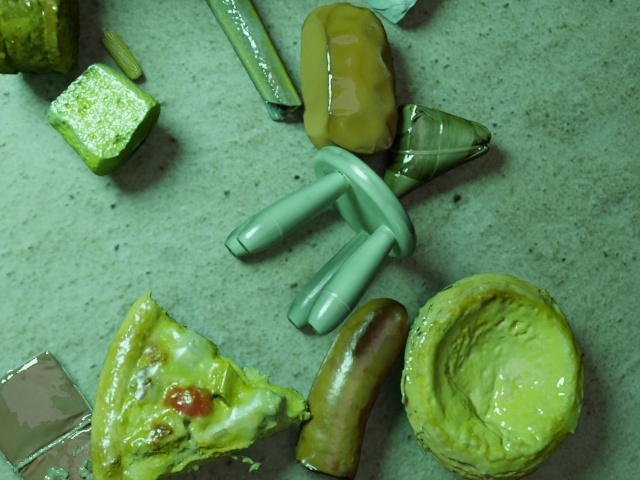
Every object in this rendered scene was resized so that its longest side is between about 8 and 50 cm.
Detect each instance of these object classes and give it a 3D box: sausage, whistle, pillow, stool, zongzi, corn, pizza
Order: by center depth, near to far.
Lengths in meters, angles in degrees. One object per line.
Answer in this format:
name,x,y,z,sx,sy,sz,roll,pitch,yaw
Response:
pillow,-0.345,0.264,0.954,0.126,0.043,0.232,-37,94,-17
pizza,-0.151,0.205,0.967,0.288,0.075,0.280,3,68,-12
stool,0.000,0.000,1.002,0.199,0.195,0.195,-41,96,-15
corn,-0.284,-0.265,1.033,0.027,0.028,0.083,-38,99,-22
sausage,0.046,0.206,1.046,0.109,0.109,0.270,27,78,-12
whistle,-0.122,-0.329,1.066,0.057,0.068,0.326,-31,95,-38
sausage,0.040,-0.237,1.076,0.136,0.120,0.241,-5,85,-31
zongzi,0.177,-0.113,1.131,0.160,0.078,0.176,12,91,-15

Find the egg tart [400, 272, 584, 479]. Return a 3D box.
egg tart,0.249,0.201,1.094,0.315,0.120,0.315,2,84,-18

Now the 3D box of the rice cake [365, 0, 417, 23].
rice cake,0.155,-0.435,1.158,0.069,0.063,0.206,38,76,-4

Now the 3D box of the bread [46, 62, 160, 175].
bread,-0.286,-0.160,0.979,0.114,0.111,0.129,43,77,-4

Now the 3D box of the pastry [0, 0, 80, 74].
pastry,-0.369,-0.298,0.931,0.103,0.189,0.188,-1,85,-11
